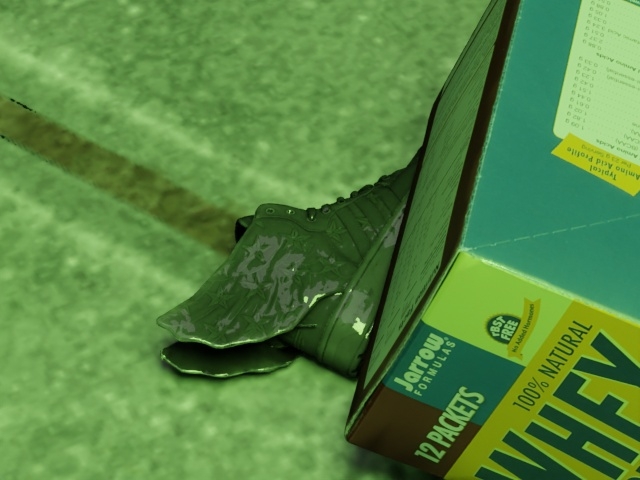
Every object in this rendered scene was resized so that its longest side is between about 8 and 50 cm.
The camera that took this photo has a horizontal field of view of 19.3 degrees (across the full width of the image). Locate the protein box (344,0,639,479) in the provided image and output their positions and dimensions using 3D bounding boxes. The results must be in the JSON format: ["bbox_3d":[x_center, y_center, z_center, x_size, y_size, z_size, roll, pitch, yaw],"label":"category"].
[{"bbox_3d":[0.141,0.006,0.780,0.199,0.136,0.201,22,50,-5],"label":"protein box"}]

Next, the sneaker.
[{"bbox_3d":[0.000,0.001,0.868,0.089,0.051,0.170,22,55,11],"label":"sneaker"}]
